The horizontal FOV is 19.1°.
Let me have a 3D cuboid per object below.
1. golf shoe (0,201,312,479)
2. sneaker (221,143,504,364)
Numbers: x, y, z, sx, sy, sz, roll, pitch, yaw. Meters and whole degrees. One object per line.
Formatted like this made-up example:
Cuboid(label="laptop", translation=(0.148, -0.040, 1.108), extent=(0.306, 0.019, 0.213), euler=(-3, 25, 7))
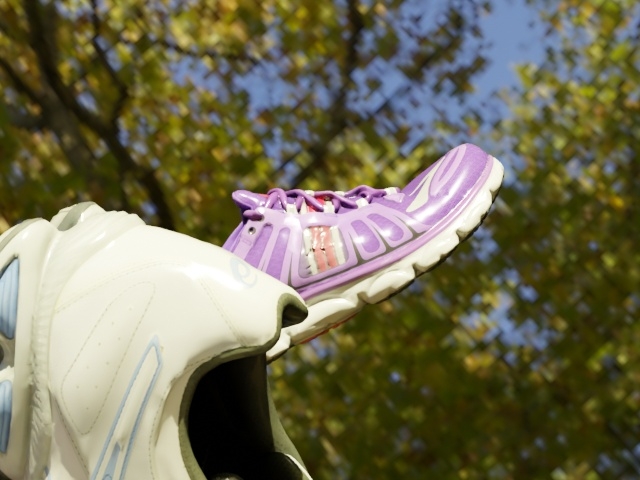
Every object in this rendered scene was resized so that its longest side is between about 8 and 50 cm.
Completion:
Cuboid(label="golf shoe", translation=(-0.041, 0.080, 0.461), extent=(0.069, 0.086, 0.176), euler=(-41, -44, -57))
Cuboid(label="sneaker", translation=(0.000, 0.000, 0.807), extent=(0.170, 0.068, 0.071), euler=(-28, -88, -8))
